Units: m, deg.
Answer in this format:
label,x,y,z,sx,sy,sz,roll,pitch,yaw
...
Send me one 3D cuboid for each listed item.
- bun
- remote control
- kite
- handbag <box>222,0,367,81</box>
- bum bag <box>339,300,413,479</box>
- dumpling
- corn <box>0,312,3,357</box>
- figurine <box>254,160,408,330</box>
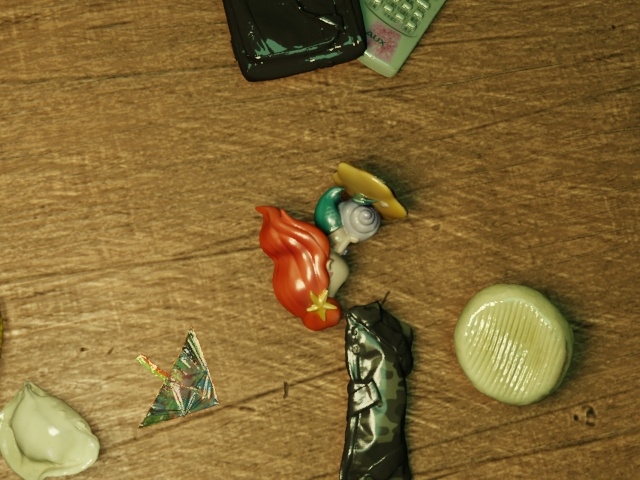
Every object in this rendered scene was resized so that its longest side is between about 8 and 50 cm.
label,x,y,z,sx,sy,sz,roll,pitch,yaw
bun,0.339,0.179,1.596,0.222,0.127,0.222,1,102,7
remote control,0.168,-0.473,1.713,0.145,0.050,0.344,34,73,-5
kite,-0.238,0.237,1.502,0.159,0.010,0.190,27,74,-6
handbag,-0.055,-0.436,1.617,0.244,0.088,0.275,-13,80,-3
bum bag,0.097,0.273,1.530,0.144,0.095,0.340,8,78,-38
dumpling,-0.431,0.314,1.398,0.169,0.100,0.134,34,88,-3
corn,-0.551,0.227,1.382,0.115,0.115,0.318,6,80,-12
figurine,0.000,0.003,1.530,0.257,0.181,0.208,-53,134,-15
